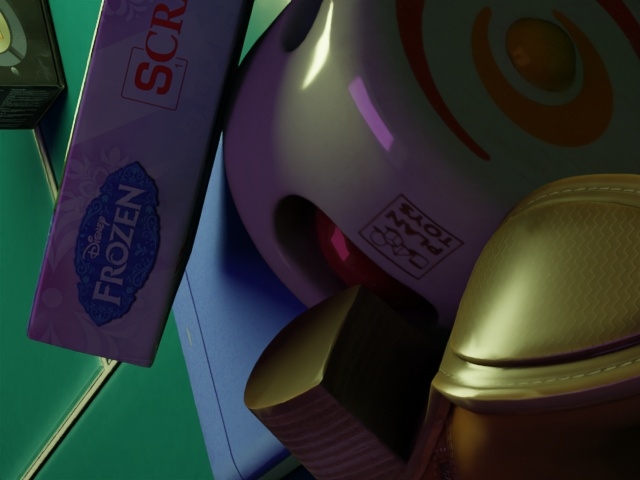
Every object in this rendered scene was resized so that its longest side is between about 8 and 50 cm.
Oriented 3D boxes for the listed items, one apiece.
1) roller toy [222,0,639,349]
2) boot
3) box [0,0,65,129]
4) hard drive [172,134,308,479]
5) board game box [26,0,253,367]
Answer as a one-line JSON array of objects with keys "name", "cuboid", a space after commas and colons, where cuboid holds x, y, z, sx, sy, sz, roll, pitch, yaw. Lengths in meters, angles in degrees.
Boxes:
[{"name": "roller toy", "cuboid": [0.066, -0.051, 0.822, 0.146, 0.191, 0.209, -41, 57, 49]}, {"name": "boot", "cuboid": [0.122, 0.094, 0.731, 0.283, 0.220, 0.109, -26, 31, 47]}, {"name": "box", "cuboid": [-0.308, -0.166, 1.408, 0.077, 0.180, 0.147, -41, 58, 52]}, {"name": "hard drive", "cuboid": [0.000, 0.000, 1.067, 0.318, 0.040, 0.210, -42, 57, 50]}, {"name": "board game box", "cuboid": [-0.070, -0.122, 0.958, 0.319, 0.066, 0.318, -99, 23, -82]}]
